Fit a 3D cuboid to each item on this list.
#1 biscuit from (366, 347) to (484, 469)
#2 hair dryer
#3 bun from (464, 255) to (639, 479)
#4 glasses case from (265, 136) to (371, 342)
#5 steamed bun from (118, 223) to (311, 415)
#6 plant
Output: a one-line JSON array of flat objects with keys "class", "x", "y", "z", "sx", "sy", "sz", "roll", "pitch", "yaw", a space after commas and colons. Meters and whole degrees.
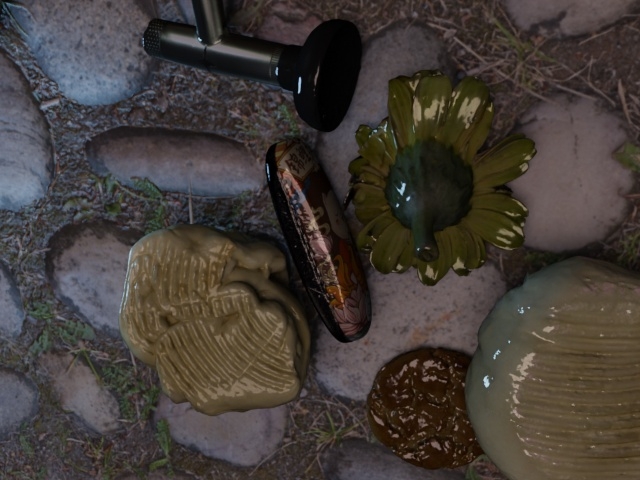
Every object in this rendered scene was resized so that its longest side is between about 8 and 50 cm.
[{"class": "biscuit", "x": 0.183, "y": 0.273, "z": 1.276, "sx": 0.225, "sy": 0.042, "sz": 0.226, "roll": 3, "pitch": 106, "yaw": 12}, {"class": "hair dryer", "x": -0.111, "y": -0.303, "z": 1.076, "sx": 0.320, "sy": 0.284, "sz": 0.156, "roll": 20, "pitch": 67, "yaw": 11}, {"class": "bun", "x": 0.372, "y": 0.198, "z": 1.114, "sx": 0.364, "sy": 0.219, "sz": 0.366, "roll": -1, "pitch": 102, "yaw": -3}, {"class": "glasses case", "x": 0.000, "y": 0.000, "z": 1.197, "sx": 0.082, "sy": 0.122, "sz": 0.321, "roll": -18, "pitch": 101, "yaw": 22}, {"class": "steamed bun", "x": -0.151, "y": 0.118, "z": 1.234, "sx": 0.288, "sy": 0.203, "sz": 0.276, "roll": 11, "pitch": 94, "yaw": -1}, {"class": "plant", "x": 0.129, "y": -0.060, "z": 1.119, "sx": 0.261, "sy": 0.297, "sz": 0.306, "roll": 0, "pitch": 126, "yaw": 45}]
